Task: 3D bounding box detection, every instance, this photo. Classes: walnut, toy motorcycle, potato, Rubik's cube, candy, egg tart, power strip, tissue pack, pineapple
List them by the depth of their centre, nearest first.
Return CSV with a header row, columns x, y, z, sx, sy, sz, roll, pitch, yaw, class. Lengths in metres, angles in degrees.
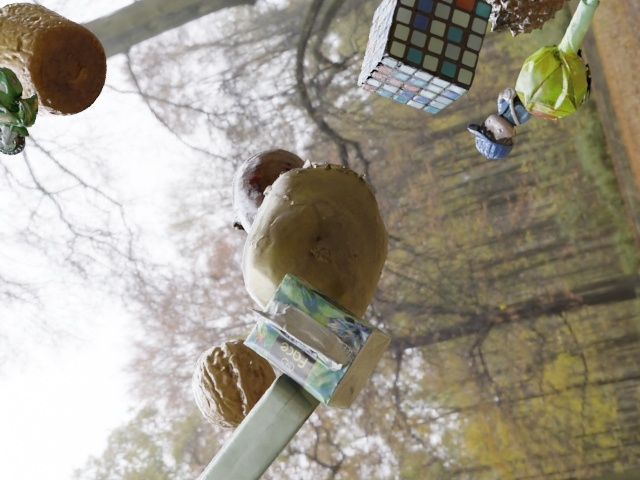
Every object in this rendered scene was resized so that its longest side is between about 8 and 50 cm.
x,y,z,sx,sy,sz,roll,pitch,yaw,class
0.208,-0.179,0.596,0.194,0.062,0.058,107,151,-42,candy
-0.008,0.093,0.724,0.111,0.085,0.079,33,-178,30,tissue pack
-0.094,0.248,0.811,0.053,0.288,0.093,38,-161,7,power strip
0.000,0.000,1.039,0.191,0.141,0.296,31,-134,-16,potato
-0.477,-0.216,1.115,0.190,0.106,0.074,60,-165,-23,toy motorcycle
-0.454,-0.287,1.275,0.202,0.147,0.203,-36,-44,-44,egg tart
0.196,-0.377,1.484,0.182,0.187,0.184,155,133,-75,Rubik's cube
0.406,-0.488,1.529,0.166,0.193,0.166,40,-179,0,pineapple
-0.198,0.343,1.794,0.213,0.213,0.213,-16,-90,-71,walnut

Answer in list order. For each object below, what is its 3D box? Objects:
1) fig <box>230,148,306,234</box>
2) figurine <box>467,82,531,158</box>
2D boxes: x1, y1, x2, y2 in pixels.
x,y,z,sx,sy,sz,roll,pitch,yaw,class
-0.094,-0.079,1.663,0.235,0.214,0.235,169,90,-85,fig
0.341,-0.223,1.415,0.086,0.149,0.087,44,-164,29,figurine
